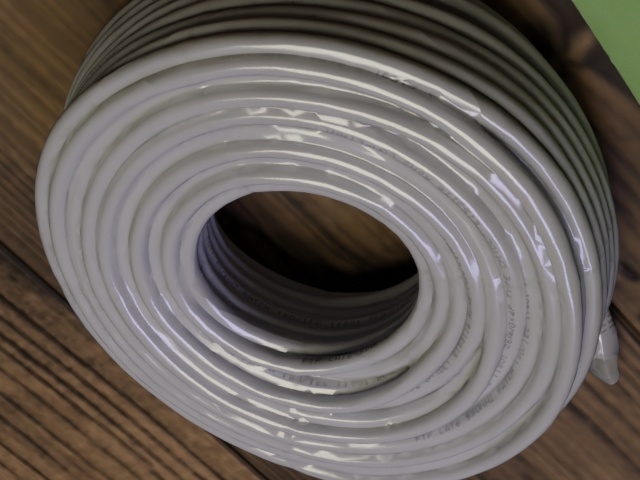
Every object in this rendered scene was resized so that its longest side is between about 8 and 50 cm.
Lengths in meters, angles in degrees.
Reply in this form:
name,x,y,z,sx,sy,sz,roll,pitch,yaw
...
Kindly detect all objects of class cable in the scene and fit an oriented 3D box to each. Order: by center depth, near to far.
name,x,y,z,sx,sy,sz,roll,pitch,yaw
cable,0.000,0.000,0.614,0.257,0.089,0.257,2,130,17

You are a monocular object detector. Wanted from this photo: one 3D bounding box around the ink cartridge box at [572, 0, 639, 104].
name,x,y,z,sx,sy,sz,roll,pitch,yaw
ink cartridge box,0.219,-0.033,0.537,0.171,0.056,0.235,-22,122,34
